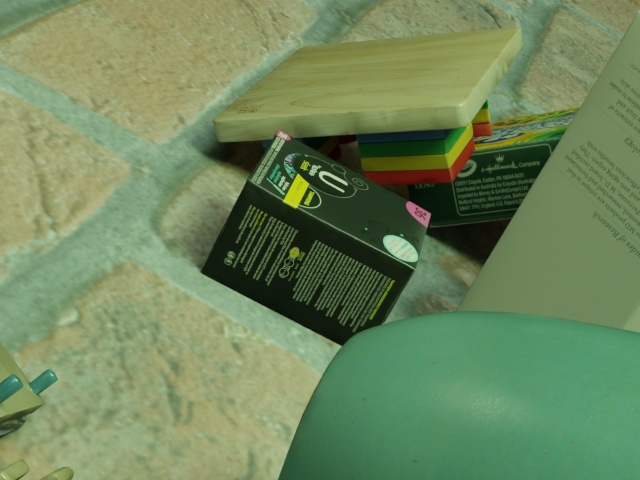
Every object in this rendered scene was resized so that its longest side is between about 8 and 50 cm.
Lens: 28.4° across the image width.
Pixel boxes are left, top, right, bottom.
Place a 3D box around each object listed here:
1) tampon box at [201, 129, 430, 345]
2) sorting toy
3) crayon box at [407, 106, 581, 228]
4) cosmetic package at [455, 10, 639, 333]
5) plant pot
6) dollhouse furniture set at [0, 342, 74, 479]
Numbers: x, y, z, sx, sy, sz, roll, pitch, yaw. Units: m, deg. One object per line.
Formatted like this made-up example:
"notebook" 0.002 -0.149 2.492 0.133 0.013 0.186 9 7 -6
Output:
"tampon box" 0.000 0.000 1.112 0.161 0.101 0.120 28 28 -3
"sorting toy" 0.062 -0.133 1.308 0.257 0.089 0.255 -2 24 23
"crayon box" 0.255 -0.094 1.415 0.203 0.083 0.323 -7 9 31
"cosmetic package" 0.276 0.007 1.072 0.197 0.365 0.155 -1 38 -40
"plant pot" 0.104 0.173 0.738 0.235 0.293 0.293 17 24 16
"dollhouse furniture set" -0.269 0.112 0.715 0.286 0.198 0.303 53 -3 1
